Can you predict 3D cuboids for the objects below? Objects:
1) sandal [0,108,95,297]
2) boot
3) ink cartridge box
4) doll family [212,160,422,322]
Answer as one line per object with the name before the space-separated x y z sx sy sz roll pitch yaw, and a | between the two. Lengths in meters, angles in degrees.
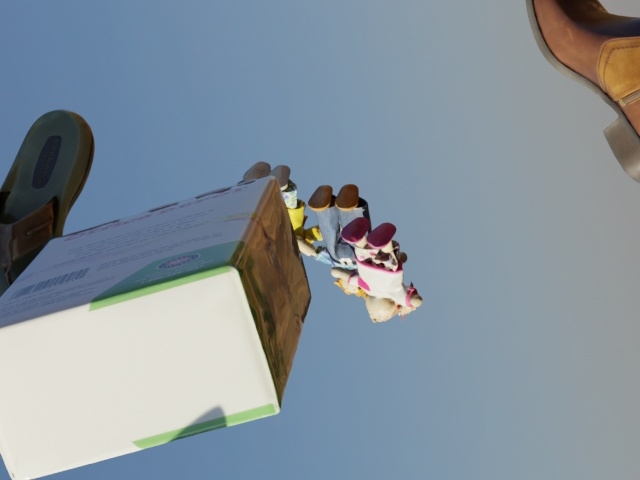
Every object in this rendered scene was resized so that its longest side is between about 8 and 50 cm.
sandal | -0.342 -0.023 2.177 0.086 0.120 0.303 55 -139 -57
boot | 0.346 -0.225 1.884 0.096 0.280 0.264 -11 -112 -38
ink cartridge box | -0.124 0.058 1.436 0.278 0.201 0.117 -72 -35 -75
doll family | 0.000 0.000 2.062 0.163 0.263 0.118 79 -150 -50
